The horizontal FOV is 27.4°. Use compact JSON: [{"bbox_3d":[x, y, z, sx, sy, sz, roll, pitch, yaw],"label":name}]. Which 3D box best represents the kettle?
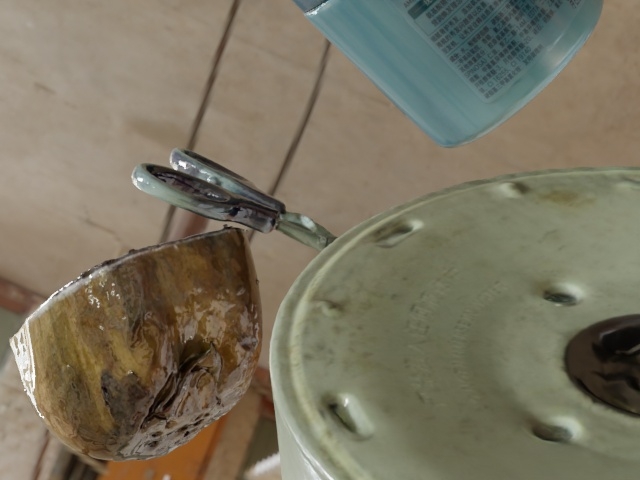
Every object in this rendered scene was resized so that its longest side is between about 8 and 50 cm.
[{"bbox_3d":[0.163,0.194,0.505,0.361,0.250,0.377,3,120,5],"label":"kettle"}]

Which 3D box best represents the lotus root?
[{"bbox_3d":[-0.168,0.112,1.339,0.272,0.192,0.272,-22,163,-7],"label":"lotus root"}]

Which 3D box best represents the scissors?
[{"bbox_3d":[0.000,0.000,1.334,0.383,0.029,0.256,26,-170,2],"label":"scissors"}]

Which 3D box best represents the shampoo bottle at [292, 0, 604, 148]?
[{"bbox_3d":[0.172,-0.354,1.841,0.342,0.331,0.331,43,156,-13],"label":"shampoo bottle"}]
